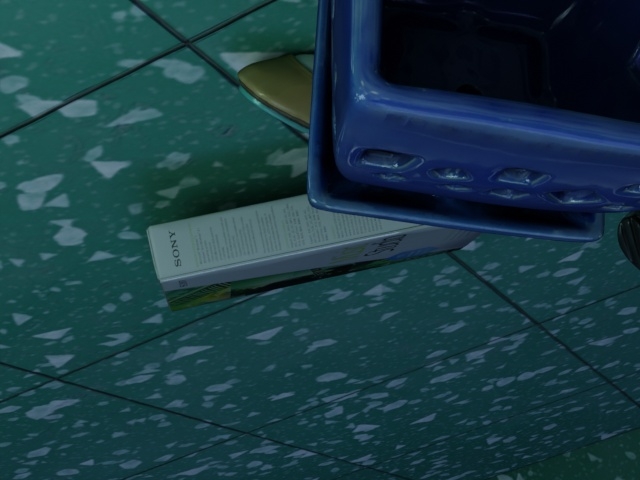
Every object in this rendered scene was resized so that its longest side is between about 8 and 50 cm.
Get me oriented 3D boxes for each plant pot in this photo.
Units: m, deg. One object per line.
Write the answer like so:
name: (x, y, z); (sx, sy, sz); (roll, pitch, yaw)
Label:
plant pot: (0.110, -0.125, 0.759); (0.236, 0.236, 0.212); (7, 158, -10)

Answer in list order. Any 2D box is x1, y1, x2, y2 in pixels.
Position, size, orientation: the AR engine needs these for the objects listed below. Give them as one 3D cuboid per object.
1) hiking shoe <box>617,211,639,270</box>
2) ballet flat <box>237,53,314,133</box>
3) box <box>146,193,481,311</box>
hiking shoe: (0.451, -0.085, 1.298); (0.304, 0.113, 0.132); (-37, 179, 30)
ballet flat: (0.020, -0.118, 0.990); (0.073, 0.080, 0.232); (-53, 148, 12)
box: (0.000, 0.000, 1.170); (0.322, 0.058, 0.232); (-11, 171, -6)
